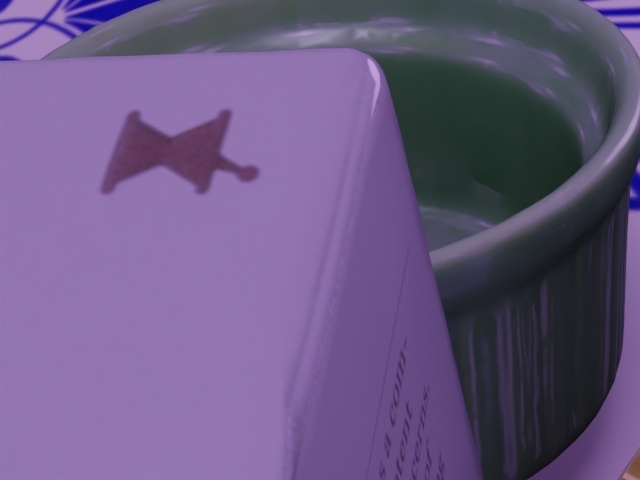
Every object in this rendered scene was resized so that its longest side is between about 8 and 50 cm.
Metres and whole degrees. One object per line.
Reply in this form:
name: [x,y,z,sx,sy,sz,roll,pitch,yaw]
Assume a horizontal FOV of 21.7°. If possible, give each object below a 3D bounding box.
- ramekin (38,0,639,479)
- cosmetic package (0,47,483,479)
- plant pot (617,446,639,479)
ramekin: [0.000,0.000,0.773,0.303,0.148,0.303,-7,32,4]
cosmetic package: [-0.123,0.190,0.542,0.327,0.394,0.329,0,49,16]
plant pot: [0.233,0.108,0.653,0.187,0.212,0.212,31,66,18]
